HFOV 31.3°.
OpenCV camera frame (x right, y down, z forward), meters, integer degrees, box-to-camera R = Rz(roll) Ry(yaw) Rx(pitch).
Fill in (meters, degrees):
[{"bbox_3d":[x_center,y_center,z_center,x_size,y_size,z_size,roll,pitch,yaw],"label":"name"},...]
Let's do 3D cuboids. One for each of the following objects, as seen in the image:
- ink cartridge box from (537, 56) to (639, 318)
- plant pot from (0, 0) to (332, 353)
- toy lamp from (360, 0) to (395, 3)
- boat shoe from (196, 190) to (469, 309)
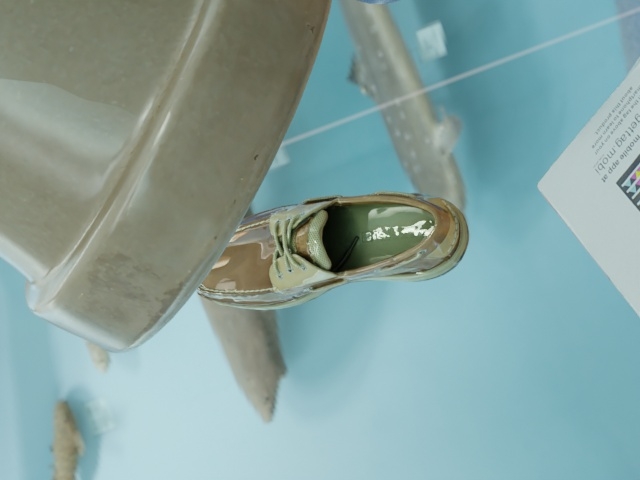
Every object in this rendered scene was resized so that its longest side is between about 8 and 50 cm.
[{"bbox_3d":[0.310,0.040,0.576,0.130,0.309,0.272,-55,42,27],"label":"ink cartridge box"},{"bbox_3d":[-0.154,-0.100,0.593,0.229,0.263,0.263,25,-169,-21],"label":"plant pot"},{"bbox_3d":[0.028,-0.142,0.369,0.274,0.080,0.080,95,153,-83],"label":"toy lamp"},{"bbox_3d":[0.000,0.000,1.290,0.120,0.324,0.122,30,-131,-71],"label":"boat shoe"}]
